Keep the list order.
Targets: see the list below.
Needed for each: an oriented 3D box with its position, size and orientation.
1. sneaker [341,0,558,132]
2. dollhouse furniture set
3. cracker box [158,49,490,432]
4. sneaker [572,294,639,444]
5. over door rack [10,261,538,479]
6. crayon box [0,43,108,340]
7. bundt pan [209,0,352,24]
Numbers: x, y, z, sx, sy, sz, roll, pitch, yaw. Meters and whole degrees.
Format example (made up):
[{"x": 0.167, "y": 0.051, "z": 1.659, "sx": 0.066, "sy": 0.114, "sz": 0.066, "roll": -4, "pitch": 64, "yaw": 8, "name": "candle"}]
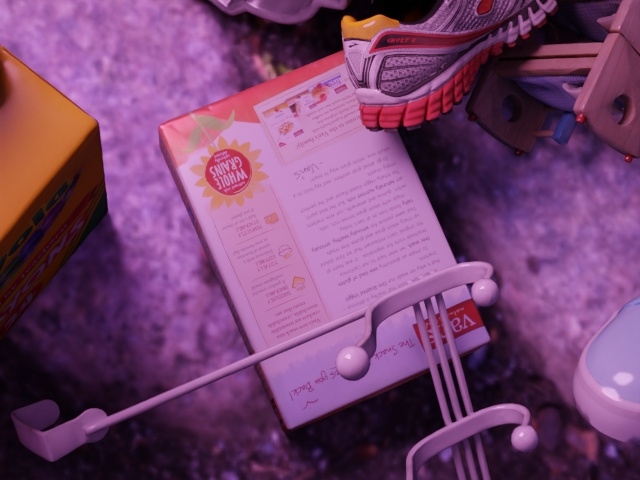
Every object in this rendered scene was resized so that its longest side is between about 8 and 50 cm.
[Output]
[{"x": 0.096, "y": -0.171, "z": 1.051, "sx": 0.225, "sy": 0.088, "sz": 0.093, "roll": -48, "pitch": 127, "yaw": -35, "name": "sneaker"}, {"x": 0.229, "y": -0.098, "z": 1.111, "sx": 0.183, "sy": 0.129, "sz": 0.129, "roll": 33, "pitch": 77, "yaw": -30, "name": "dollhouse furniture set"}, {"x": 0.000, "y": 0.000, "z": 1.078, "sx": 0.155, "sy": 0.067, "sz": 0.232, "roll": -22, "pitch": 83, "yaw": -8, "name": "cracker box"}, {"x": 0.325, "y": 0.004, "z": 1.054, "sx": 0.366, "sy": 0.150, "sz": 0.135, "roll": -27, "pitch": 40, "yaw": -18, "name": "sneaker"}, {"x": -0.004, "y": 0.177, "z": 0.985, "sx": 0.324, "sy": 0.108, "sz": 0.239, "roll": -19, "pitch": 108, "yaw": -9, "name": "over door rack"}, {"x": -0.222, "y": 0.006, "z": 0.923, "sx": 0.081, "sy": 0.318, "sz": 0.202, "roll": 38, "pitch": 79, "yaw": 1, "name": "crayon box"}, {"x": -0.066, "y": -0.308, "z": 1.007, "sx": 0.331, "sy": 0.331, "sz": 0.124, "roll": 39, "pitch": 66, "yaw": 1, "name": "bundt pan"}]
